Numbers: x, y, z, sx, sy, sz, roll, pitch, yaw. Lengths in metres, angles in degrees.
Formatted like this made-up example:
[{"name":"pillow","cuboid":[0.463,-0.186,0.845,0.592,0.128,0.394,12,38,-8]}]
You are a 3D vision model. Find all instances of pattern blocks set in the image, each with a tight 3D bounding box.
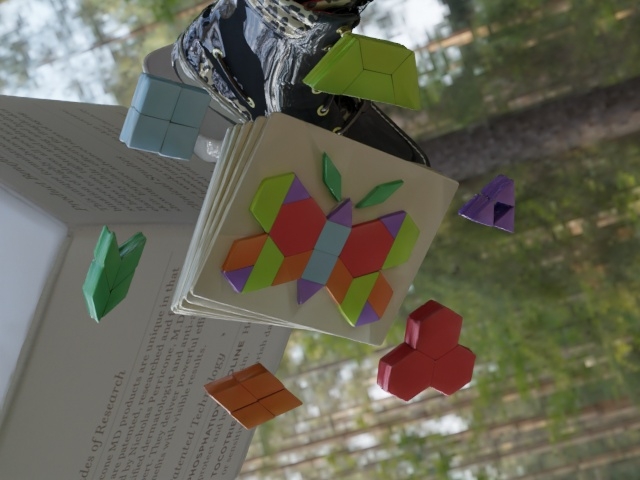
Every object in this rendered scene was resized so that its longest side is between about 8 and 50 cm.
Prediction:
[{"name":"pattern blocks set","cuboid":[0.000,0.000,0.929,0.324,0.026,0.286,0,-68,-31]}]

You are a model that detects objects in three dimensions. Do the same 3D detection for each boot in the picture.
[{"name":"boot","cuboid":[0.008,-0.125,1.048,0.236,0.178,0.085,34,-120,-6]}]

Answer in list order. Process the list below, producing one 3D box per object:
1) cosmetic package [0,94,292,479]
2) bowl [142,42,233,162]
[{"name":"cosmetic package","cuboid":[-0.266,0.059,1.352,0.393,0.329,0.328,-1,-63,-55]},{"name":"bowl","cuboid":[-0.079,-0.127,1.227,0.142,0.142,0.053,53,149,34]}]
